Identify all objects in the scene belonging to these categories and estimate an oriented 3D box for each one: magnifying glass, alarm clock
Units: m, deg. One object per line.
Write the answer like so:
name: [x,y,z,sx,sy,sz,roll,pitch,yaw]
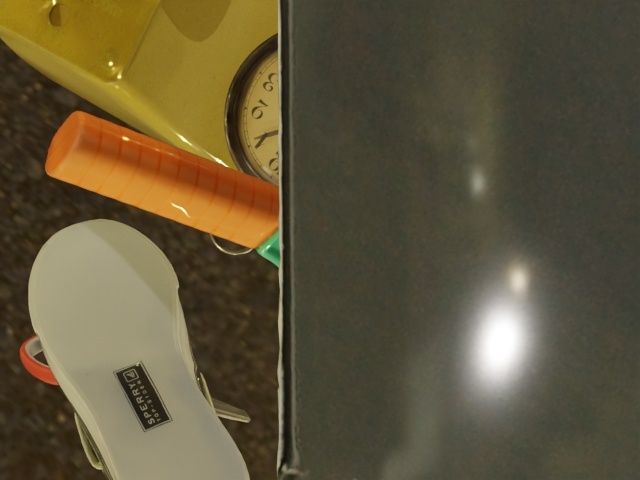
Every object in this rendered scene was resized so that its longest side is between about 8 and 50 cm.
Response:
magnifying glass: [0.000,0.000,0.698,0.231,0.026,0.092,22,136,-27]
alarm clock: [-0.011,-0.068,1.222,0.192,0.129,0.064,-50,169,4]

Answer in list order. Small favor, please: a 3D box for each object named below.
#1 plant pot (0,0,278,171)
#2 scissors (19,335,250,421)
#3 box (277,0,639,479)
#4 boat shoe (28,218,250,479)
plant pot: [-0.124,-0.185,1.298,0.212,0.212,0.187,-63,154,6]
scissors: [-0.176,0.130,1.580,0.109,0.297,0.021,-20,117,-26]
box: [0.167,-0.089,0.541,0.395,0.212,0.293,-38,135,-52]
boat shoe: [-0.094,0.082,0.888,0.078,0.219,0.070,-16,140,-12]
